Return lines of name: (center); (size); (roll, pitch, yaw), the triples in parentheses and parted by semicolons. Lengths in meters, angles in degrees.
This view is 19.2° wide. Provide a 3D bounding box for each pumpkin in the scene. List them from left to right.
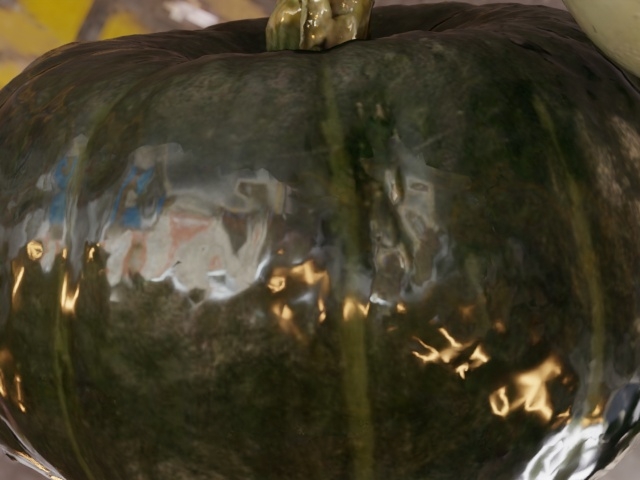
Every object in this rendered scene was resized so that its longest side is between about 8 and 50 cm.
pumpkin: (0.000, 0.000, 0.719); (0.300, 0.207, 0.300); (-7, -167, 2)

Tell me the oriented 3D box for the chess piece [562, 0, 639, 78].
chess piece: (0.160, -0.144, 0.541); (0.133, 0.133, 0.243); (29, 125, -17)
